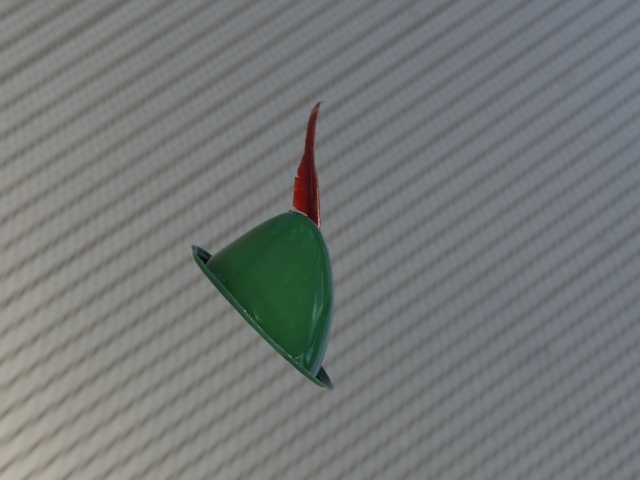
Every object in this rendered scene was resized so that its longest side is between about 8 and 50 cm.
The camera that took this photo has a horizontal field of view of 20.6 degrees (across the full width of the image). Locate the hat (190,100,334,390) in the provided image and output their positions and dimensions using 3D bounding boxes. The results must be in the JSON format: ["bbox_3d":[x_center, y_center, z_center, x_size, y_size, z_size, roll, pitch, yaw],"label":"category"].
[{"bbox_3d":[0.000,0.000,1.590,0.183,0.173,0.208,-44,84,2],"label":"hat"}]
